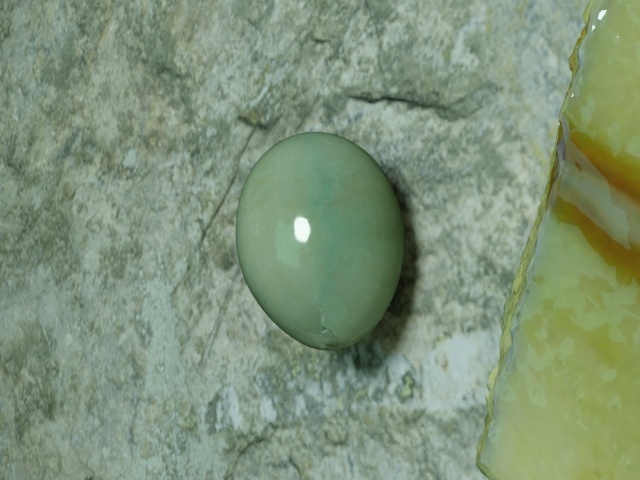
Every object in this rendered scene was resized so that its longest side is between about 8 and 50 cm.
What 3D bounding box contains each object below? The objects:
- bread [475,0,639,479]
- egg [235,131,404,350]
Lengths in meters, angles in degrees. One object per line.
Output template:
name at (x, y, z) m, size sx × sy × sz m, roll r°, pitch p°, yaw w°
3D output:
bread at (0.255, 0.025, 0.671) m, size 0.405 × 0.242 × 0.345 m, roll 29°, pitch 107°, yaw 14°
egg at (0.000, 0.000, 0.919) m, size 0.114 × 0.114 × 0.152 m, roll -32°, pitch 56°, yaw 45°
